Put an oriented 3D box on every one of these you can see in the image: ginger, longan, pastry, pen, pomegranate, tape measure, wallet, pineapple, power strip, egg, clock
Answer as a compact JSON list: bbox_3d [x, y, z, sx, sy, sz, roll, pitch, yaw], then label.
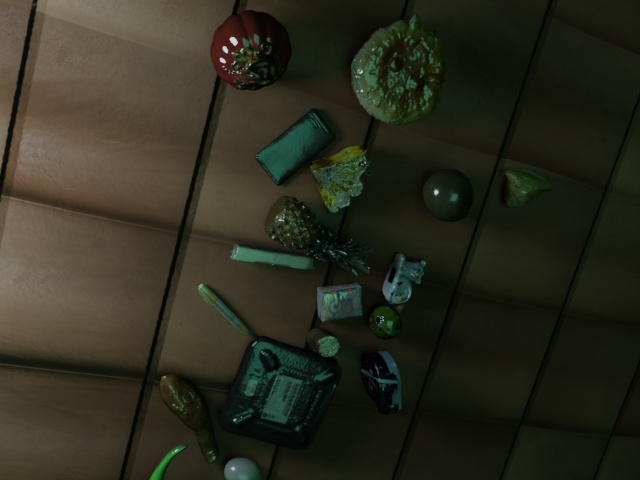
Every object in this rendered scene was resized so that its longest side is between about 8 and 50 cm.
[{"bbox_3d":[0.735,-0.176,1.961,0.193,0.115,0.122,-2,126,-24],"label":"ginger"},{"bbox_3d":[0.428,-0.148,1.835,0.167,0.167,0.187,-40,132,-4],"label":"longan"},{"bbox_3d":[0.235,-0.513,1.691,0.330,0.136,0.329,-5,106,-16],"label":"pastry"},{"bbox_3d":[-0.312,0.225,1.766,0.040,0.032,0.233,-32,113,17],"label":"pen"},{"bbox_3d":[0.237,0.274,1.909,0.161,0.122,0.122,-36,114,-35],"label":"pomegranate"},{"bbox_3d":[0.213,0.477,1.909,0.107,0.182,0.180,-7,116,-18],"label":"tape measure"},{"bbox_3d":[-0.075,-0.290,1.712,0.244,0.025,0.124,-40,111,-5],"label":"wallet"},{"bbox_3d":[-0.003,0.001,1.738,0.365,0.165,0.165,31,93,-24],"label":"pineapple"},{"bbox_3d":[-0.147,0.053,1.747,0.286,0.080,0.048,10,99,-20],"label":"power strip"},{"bbox_3d":[-0.266,0.798,1.884,0.135,0.103,0.103,27,94,-18],"label":"egg"},{"bbox_3d":[0.057,-0.198,1.731,0.186,0.114,0.236,26,98,-21],"label":"pineapple"},{"bbox_3d":[0.293,0.142,1.903,0.117,0.080,0.176,17,96,-21],"label":"clock"}]

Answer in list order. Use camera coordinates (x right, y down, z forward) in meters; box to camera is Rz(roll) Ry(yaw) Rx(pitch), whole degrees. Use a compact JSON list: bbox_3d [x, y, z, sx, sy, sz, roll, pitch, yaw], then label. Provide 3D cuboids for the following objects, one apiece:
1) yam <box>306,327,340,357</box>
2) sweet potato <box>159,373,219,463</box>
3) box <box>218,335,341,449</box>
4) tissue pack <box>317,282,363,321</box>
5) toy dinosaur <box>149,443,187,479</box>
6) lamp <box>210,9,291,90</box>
[{"bbox_3d":[0.008,0.338,1.842,0.084,0.127,0.084,-3,100,-18],"label":"yam"},{"bbox_3d":[-0.409,0.570,1.789,0.109,0.109,0.385,-29,116,-8],"label":"sweet potato"},{"bbox_3d":[-0.134,0.523,1.863,0.351,0.091,0.359,21,95,-21],"label":"box"},{"bbox_3d":[0.066,0.208,1.861,0.148,0.060,0.108,-6,106,-15],"label":"tissue pack"},{"bbox_3d":[-0.489,0.944,1.837,0.500,0.144,0.374,-47,116,4],"label":"toy dinosaur"},{"bbox_3d":[-0.188,-0.516,1.520,0.227,0.227,0.226,-4,105,-16],"label":"lamp"}]
